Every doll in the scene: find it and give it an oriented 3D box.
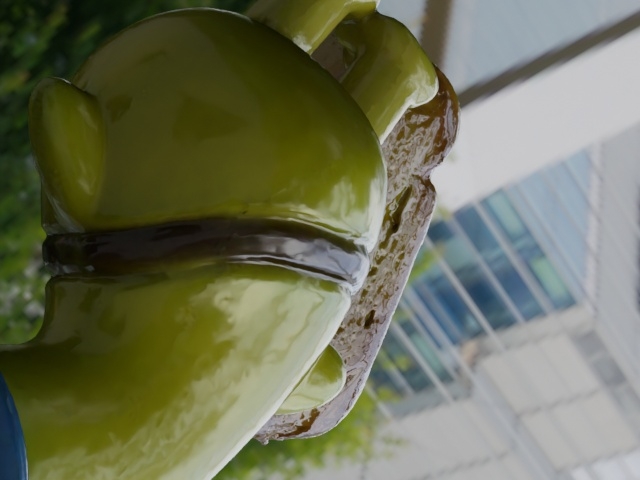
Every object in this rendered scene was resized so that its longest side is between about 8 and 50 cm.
[{"bbox_3d":[-0.061,0.022,0.726,0.145,0.199,0.363,-6,-141,47],"label":"doll"}]

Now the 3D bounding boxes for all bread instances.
[{"bbox_3d":[0.000,0.000,1.035,0.094,0.102,0.246,42,-66,56],"label":"bread"}]
